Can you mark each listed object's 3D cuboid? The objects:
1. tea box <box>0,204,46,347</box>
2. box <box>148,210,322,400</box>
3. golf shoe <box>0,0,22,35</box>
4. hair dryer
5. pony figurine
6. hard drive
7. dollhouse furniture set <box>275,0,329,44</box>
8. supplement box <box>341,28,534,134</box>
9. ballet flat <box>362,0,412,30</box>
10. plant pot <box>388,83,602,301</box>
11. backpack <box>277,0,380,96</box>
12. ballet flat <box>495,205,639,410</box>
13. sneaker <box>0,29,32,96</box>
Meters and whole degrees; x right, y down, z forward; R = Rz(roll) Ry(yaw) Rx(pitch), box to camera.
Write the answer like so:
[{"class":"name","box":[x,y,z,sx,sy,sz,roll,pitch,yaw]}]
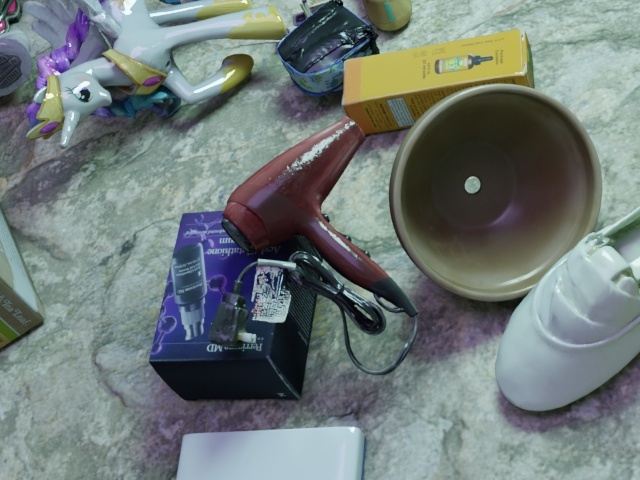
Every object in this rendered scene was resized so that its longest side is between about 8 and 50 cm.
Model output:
[{"class":"tea box","box":[-0.584,0.024,1.616,0.323,0.220,0.329,-32,52,1]},{"class":"box","box":[-0.094,0.075,1.451,0.153,0.108,0.207,-4,57,19]},{"class":"golf shoe","box":[-0.512,-0.440,1.959,0.105,0.120,0.272,-6,55,21]},{"class":"hair dryer","box":[0.000,0.000,1.376,0.224,0.080,0.293,7,74,-2]},{"class":"pony figurine","box":[-0.273,-0.303,1.703,0.363,0.303,0.351,-23,60,-12]},{"class":"hard drive","box":[-0.068,0.354,1.298,0.210,0.040,0.318,-6,57,19]},{"class":"dollhouse furniture set","box":[-0.030,-0.340,1.714,0.091,0.081,0.114,-14,54,14]},{"class":"supplement box","box":[0.148,-0.196,1.550,0.233,0.080,0.078,-8,56,19]},{"class":"ballet flat","box":[0.074,-0.387,1.708,0.080,0.073,0.232,-24,52,6]},{"class":"plant pot","box":[0.184,-0.057,1.390,0.237,0.237,0.110,-37,13,-4]},{"class":"backpack","box":[0.010,-0.243,1.632,0.114,0.084,0.105,-37,52,-9]},{"class":"ballet flat","box":[0.335,0.017,1.295,0.400,0.139,0.139,-37,52,-4]},{"class":"sneaker","box":[-0.523,-0.240,1.864,0.232,0.090,0.115,-24,29,13]}]
